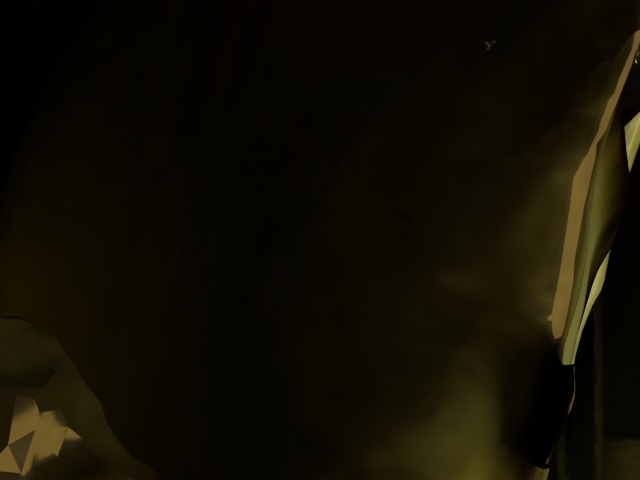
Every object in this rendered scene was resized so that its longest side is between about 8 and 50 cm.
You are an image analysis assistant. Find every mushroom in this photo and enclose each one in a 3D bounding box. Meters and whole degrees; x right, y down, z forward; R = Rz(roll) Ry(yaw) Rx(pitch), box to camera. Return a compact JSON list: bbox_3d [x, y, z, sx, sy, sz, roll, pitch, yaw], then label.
[{"bbox_3d":[-0.005,0.006,0.473,0.292,0.212,0.217,-62,170,11],"label":"mushroom"}]

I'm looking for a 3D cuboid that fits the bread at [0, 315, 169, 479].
[{"bbox_3d":[-0.133,0.132,0.325,0.252,0.196,0.238,-49,152,-41],"label":"bread"}]

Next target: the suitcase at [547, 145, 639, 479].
[{"bbox_3d":[0.150,0.022,0.696,0.283,0.194,0.434,14,66,-30],"label":"suitcase"}]
